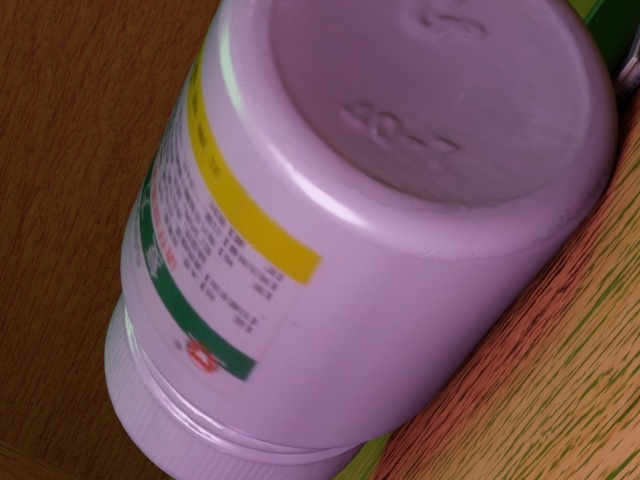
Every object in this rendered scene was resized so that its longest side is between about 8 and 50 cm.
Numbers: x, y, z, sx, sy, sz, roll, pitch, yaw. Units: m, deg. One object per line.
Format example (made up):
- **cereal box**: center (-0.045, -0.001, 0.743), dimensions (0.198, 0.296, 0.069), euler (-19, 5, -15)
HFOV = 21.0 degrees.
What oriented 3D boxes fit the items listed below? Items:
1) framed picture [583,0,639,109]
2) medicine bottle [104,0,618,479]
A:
- **framed picture**: center (0.153, -0.091, 1.006), dimensions (0.197, 0.014, 0.252), euler (-65, 4, -37)
- **medicine bottle**: center (0.000, 0.000, 0.950), dimensions (0.208, 0.208, 0.340), euler (-65, 4, -37)
